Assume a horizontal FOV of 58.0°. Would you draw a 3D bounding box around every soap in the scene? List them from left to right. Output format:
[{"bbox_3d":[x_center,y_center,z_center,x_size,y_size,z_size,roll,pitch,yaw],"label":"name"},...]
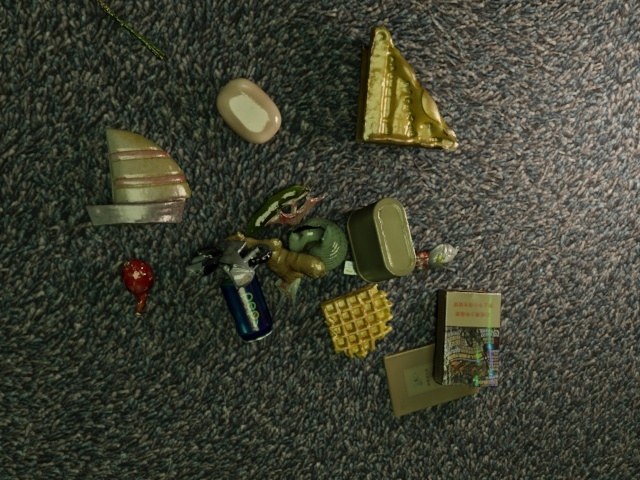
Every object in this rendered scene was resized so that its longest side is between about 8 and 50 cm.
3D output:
[{"bbox_3d":[0.273,-0.453,1.749,0.304,0.169,0.339,3,97,-11],"label":"soap"}]

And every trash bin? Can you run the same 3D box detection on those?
[{"bbox_3d":[0.178,0.002,1.720,0.121,0.247,0.244,-12,85,-15],"label":"trash bin"}]

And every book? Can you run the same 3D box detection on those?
[{"bbox_3d":[0.374,0.452,1.943,0.310,0.021,0.217,-13,99,-9],"label":"book"}]

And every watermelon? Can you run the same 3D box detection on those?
[{"bbox_3d":[-0.093,0.141,1.795,0.085,0.061,0.085,-2,112,-6],"label":"watermelon"}]

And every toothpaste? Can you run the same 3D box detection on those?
[{"bbox_3d":[0.152,0.092,1.852,0.164,0.034,0.046,7,95,-12],"label":"toothpaste"}]

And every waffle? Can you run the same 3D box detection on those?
[{"bbox_3d":[0.133,0.270,1.857,0.229,0.057,0.219,-17,100,-9],"label":"waffle"}]

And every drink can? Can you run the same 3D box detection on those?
[{"bbox_3d":[-0.221,0.198,1.750,0.118,0.118,0.205,-20,99,-8],"label":"drink can"}]

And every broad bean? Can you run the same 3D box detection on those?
[{"bbox_3d":[-0.143,-0.100,1.767,0.254,0.046,0.065,-40,115,-5],"label":"broad bean"}]

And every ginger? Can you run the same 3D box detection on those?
[{"bbox_3d":[-0.140,0.052,1.739,0.333,0.148,0.081,23,57,6],"label":"ginger"}]

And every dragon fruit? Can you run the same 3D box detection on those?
[{"bbox_3d":[-0.532,0.136,1.709,0.094,0.094,0.191,-9,120,-10],"label":"dragon fruit"}]

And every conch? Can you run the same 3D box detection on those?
[{"bbox_3d":[0.004,-0.004,1.759,0.172,0.131,0.200,24,131,11],"label":"conch"}]

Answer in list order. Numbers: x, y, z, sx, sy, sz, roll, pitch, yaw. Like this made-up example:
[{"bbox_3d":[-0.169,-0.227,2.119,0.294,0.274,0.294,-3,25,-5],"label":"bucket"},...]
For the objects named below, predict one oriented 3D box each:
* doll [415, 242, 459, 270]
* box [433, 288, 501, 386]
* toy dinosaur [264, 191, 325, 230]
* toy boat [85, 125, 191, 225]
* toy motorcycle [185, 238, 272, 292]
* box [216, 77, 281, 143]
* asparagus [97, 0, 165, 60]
[{"bbox_3d":[0.368,0.055,1.875,0.180,0.079,0.094,-15,127,-2],"label":"doll"},{"bbox_3d":[0.484,0.318,1.898,0.198,0.084,0.311,3,88,-10],"label":"box"},{"bbox_3d":[-0.077,-0.085,1.767,0.220,0.032,0.108,-28,125,-26],"label":"toy dinosaur"},{"bbox_3d":[-0.510,-0.161,1.664,0.275,0.111,0.294,14,84,-19],"label":"toy boat"},{"bbox_3d":[-0.272,0.071,1.664,0.270,0.159,0.106,-5,131,22],"label":"toy motorcycle"},{"bbox_3d":[-0.211,-0.380,1.701,0.146,0.088,0.200,-45,103,-2],"label":"box"},{"bbox_3d":[-0.540,-0.600,1.647,0.232,0.022,0.023,39,132,-15],"label":"asparagus"}]
